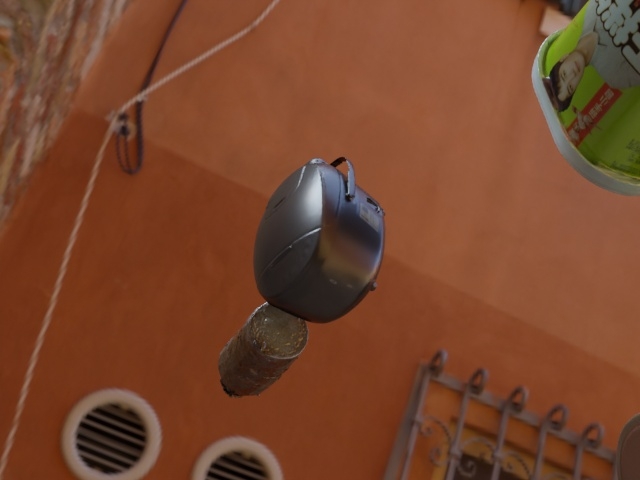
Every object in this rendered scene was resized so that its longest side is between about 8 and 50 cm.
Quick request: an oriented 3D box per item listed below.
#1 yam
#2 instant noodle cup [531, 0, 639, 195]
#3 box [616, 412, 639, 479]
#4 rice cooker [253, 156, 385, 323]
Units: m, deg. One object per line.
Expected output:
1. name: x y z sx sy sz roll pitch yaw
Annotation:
1. yam: -0.071 0.130 1.092 0.079 0.079 0.141 25 -33 -10
2. instant noodle cup: 0.445 -0.244 1.112 0.294 0.293 0.307 21 -33 -2
3. box: 0.524 0.334 1.123 0.216 0.300 0.301 -6 -27 -8
4. rice cooker: 0.000 -0.001 1.018 0.118 0.203 0.142 33 -51 -22
